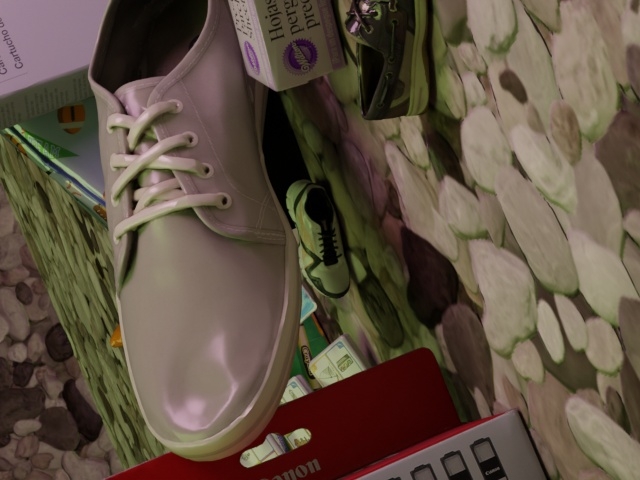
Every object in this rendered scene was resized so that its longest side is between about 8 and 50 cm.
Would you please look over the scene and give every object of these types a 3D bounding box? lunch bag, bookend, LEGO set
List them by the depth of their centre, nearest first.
[{"bbox_3d":[-0.078,-0.080,1.563,0.156,0.072,0.157,70,164,-6],"label":"bookend"},{"bbox_3d":[-0.054,0.099,1.591,0.182,0.060,0.244,-44,77,30],"label":"LEGO set"},{"bbox_3d":[-0.236,-0.090,1.806,0.303,0.115,0.243,43,173,10],"label":"lunch bag"}]

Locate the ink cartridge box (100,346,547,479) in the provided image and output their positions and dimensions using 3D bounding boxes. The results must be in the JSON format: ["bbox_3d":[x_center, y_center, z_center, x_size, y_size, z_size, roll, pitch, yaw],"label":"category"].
[{"bbox_3d":[0.018,0.247,1.250,0.272,0.309,0.130,66,163,5],"label":"ink cartridge box"}]

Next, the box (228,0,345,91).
[{"bbox_3d":[-0.054,-0.273,1.260,0.067,0.063,0.324,40,148,60],"label":"box"}]

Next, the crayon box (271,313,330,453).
[{"bbox_3d":[-0.024,0.170,1.689,0.278,0.081,0.165,62,163,19],"label":"crayon box"}]

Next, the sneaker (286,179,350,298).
[{"bbox_3d":[0.000,0.000,1.475,0.109,0.040,0.044,70,162,-7],"label":"sneaker"}]

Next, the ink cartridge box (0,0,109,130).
[{"bbox_3d":[-0.339,-0.266,1.699,0.324,0.330,0.071,61,162,22],"label":"ink cartridge box"}]

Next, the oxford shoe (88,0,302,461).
[{"bbox_3d":[-0.112,-0.042,1.341,0.130,0.169,0.449,38,-139,-52],"label":"oxford shoe"}]

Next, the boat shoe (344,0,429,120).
[{"bbox_3d":[0.042,-0.145,1.141,0.056,0.049,0.152,47,153,52],"label":"boat shoe"}]

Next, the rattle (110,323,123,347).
[{"bbox_3d":[-0.202,0.007,1.960,0.130,0.143,0.199,-102,-2,-48],"label":"rattle"}]
